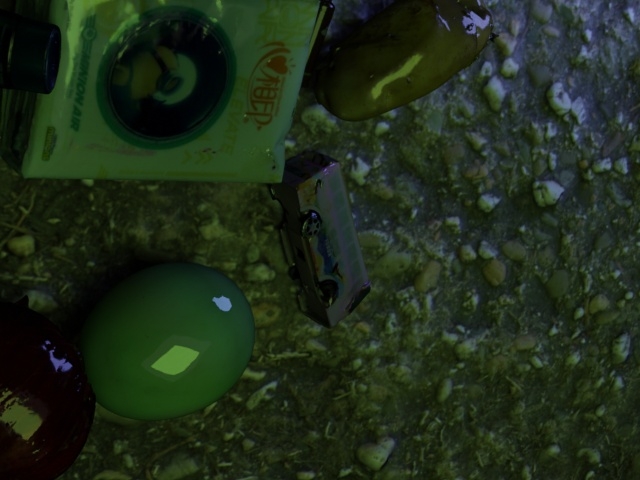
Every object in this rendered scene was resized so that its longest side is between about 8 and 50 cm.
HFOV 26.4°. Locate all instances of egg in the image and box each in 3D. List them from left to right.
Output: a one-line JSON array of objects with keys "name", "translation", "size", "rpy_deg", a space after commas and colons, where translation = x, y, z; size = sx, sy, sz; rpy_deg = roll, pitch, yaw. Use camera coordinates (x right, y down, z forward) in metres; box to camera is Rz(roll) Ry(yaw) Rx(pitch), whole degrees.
[{"name": "egg", "translation": [-0.223, 0.147, 1.970], "size": [0.269, 0.220, 0.220], "rpy_deg": [-29, 125, -25]}]

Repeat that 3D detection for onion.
[{"name": "onion", "translation": [-0.433, 0.215, 1.837], "size": [0.276, 0.276, 0.276], "rpy_deg": [-14, 119, -27]}]

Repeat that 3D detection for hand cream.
[{"name": "hand cream", "translation": [-0.452, -0.244, 1.658], "size": [0.270, 0.061, 0.120], "rpy_deg": [12, 111, 5]}]

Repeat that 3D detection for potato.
[{"name": "potato", "translation": [0.129, -0.283, 2.026], "size": [0.300, 0.173, 0.140], "rpy_deg": [-32, 111, -18]}]

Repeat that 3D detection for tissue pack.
[{"name": "tissue pack", "translation": [-0.218, -0.225, 1.836], "size": [0.388, 0.162, 0.287], "rpy_deg": [0, 115, -33]}]

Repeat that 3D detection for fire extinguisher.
[{"name": "fire extinguisher", "translation": [-0.013, -0.303, 2.007], "size": [0.064, 0.043, 0.158], "rpy_deg": [-7, 120, -64]}]

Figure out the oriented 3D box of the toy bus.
[{"name": "toy bus", "translation": [0.000, 0.000, 2.132], "size": [0.112, 0.090, 0.274], "rpy_deg": [-33, 128, -27]}]
